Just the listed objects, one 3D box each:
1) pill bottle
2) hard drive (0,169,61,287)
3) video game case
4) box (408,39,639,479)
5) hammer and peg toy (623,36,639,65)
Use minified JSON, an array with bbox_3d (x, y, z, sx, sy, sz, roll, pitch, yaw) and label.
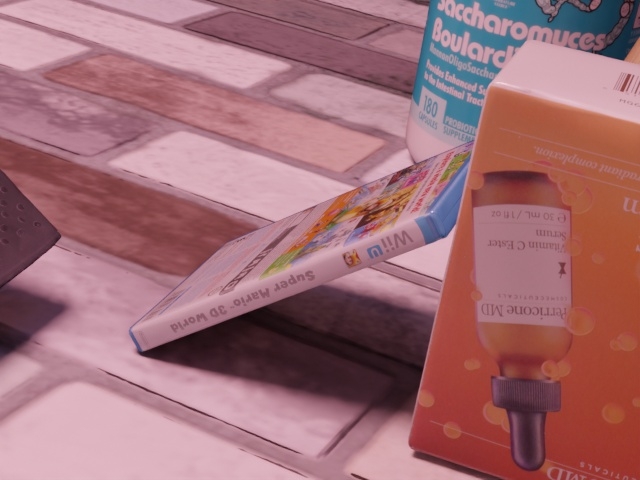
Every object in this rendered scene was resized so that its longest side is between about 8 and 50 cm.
[{"bbox_3d":[0.147,-0.167,0.815,0.146,0.264,0.146,7,25,-3],"label":"pill bottle"},{"bbox_3d":[-0.242,-0.003,0.505,0.172,0.054,0.254,46,32,4],"label":"hard drive"},{"bbox_3d":[0.000,0.000,0.593,0.166,0.015,0.119,-22,11,27],"label":"video game case"},{"bbox_3d":[0.123,0.018,0.526,0.130,0.171,0.091,16,24,13],"label":"box"},{"bbox_3d":[0.280,-0.049,0.617,0.361,0.266,0.127,22,9,24],"label":"hammer and peg toy"}]
